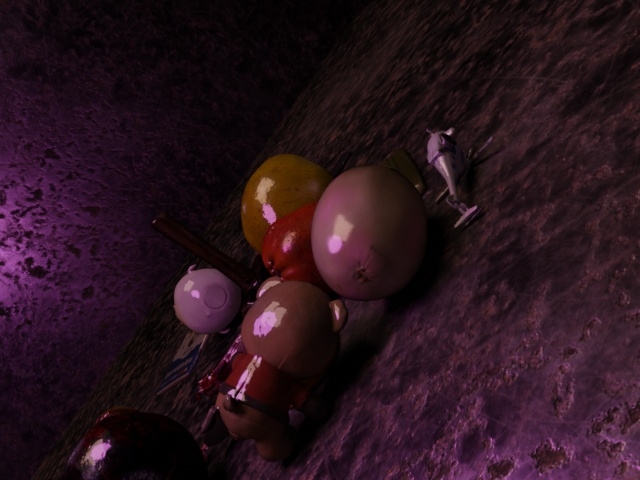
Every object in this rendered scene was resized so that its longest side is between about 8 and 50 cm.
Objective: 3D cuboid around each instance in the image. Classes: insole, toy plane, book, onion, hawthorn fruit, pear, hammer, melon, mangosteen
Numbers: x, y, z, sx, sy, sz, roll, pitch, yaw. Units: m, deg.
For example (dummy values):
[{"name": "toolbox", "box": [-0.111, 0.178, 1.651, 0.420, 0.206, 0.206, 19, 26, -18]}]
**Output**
[{"name": "insole", "box": [-0.137, 0.312, 1.605, 0.009, 0.119, 0.348, 38, 86, 31]}, {"name": "toy plane", "box": [0.245, -0.128, 1.431, 0.182, 0.107, 0.273, -42, 23, 49]}, {"name": "insole", "box": [0.010, -0.162, 2.330, 0.309, 0.012, 0.110, -58, 16, -17]}, {"name": "book", "box": [-0.430, 0.352, 2.464, 0.228, 0.018, 0.322, -38, 21, 43]}, {"name": "onion", "box": [-0.164, 0.269, 1.673, 0.283, 0.120, 0.227, -51, -3, -18]}, {"name": "hawthorn fruit", "box": [0.000, 0.000, 1.690, 0.299, 0.211, 0.211, -47, 13, -19]}, {"name": "pear", "box": [-0.077, -0.077, 1.937, 0.294, 0.294, 0.294, -47, 17, 19]}, {"name": "hammer", "box": [-0.277, 0.052, 1.976, 0.095, 0.409, 0.242, -45, 21, 30]}, {"name": "melon", "box": [0.094, -0.019, 1.401, 0.223, 0.223, 0.317, -44, 15, 29]}, {"name": "mangosteen", "box": [-0.379, 0.495, 1.520, 0.300, 0.300, 0.300, -47, 17, 19]}]

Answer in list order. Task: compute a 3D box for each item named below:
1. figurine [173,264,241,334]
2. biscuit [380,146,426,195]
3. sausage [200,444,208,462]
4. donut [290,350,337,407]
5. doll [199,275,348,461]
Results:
[{"name": "figurine", "box": [-0.343, 0.182, 2.348, 0.274, 0.226, 0.394, -23, -1, -19]}, {"name": "biscuit", "box": [0.188, -0.149, 1.754, 0.099, 0.038, 0.322, -45, 17, 15]}, {"name": "sausage", "box": [-0.298, 0.527, 1.664, 0.145, 0.050, 0.048, -61, -23, -25]}, {"name": "donut", "box": [-0.049, 0.247, 1.506, 0.190, 0.074, 0.174, -39, 21, 40]}, {"name": "doll", "box": [-0.088, 0.227, 1.351, 0.235, 0.174, 0.330, 17, 79, 40]}]
